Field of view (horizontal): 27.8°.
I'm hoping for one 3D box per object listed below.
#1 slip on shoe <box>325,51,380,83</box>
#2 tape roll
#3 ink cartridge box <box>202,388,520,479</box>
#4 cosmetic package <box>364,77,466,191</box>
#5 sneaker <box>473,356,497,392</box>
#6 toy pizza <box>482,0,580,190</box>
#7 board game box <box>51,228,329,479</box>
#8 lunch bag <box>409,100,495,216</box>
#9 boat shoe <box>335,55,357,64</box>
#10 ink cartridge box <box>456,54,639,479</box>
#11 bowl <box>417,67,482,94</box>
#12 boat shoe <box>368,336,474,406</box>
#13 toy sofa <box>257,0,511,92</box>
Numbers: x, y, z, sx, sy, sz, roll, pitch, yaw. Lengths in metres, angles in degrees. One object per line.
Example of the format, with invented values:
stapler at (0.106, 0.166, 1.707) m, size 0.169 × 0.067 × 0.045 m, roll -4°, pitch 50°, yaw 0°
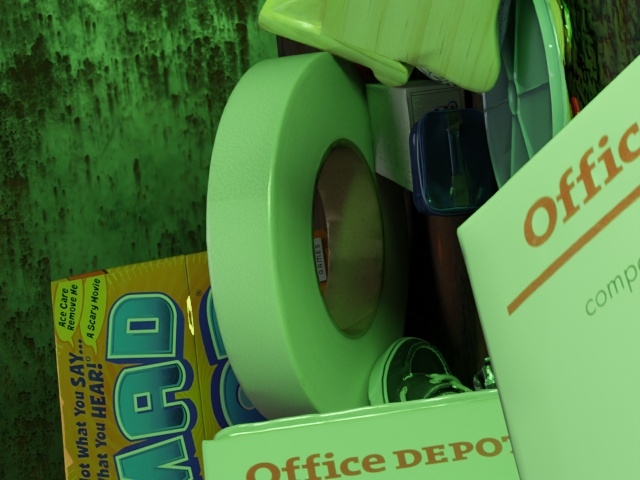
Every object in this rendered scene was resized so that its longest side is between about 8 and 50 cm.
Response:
slip on shoe at (0.025, -0.286, 1.516) m, size 0.331 × 0.123 × 0.101 m, roll -112°, pitch 12°, yaw -50°
tape roll at (0.000, 0.000, 1.343) m, size 0.392 × 0.072 × 0.392 m, roll -3°, pitch -90°, yaw -67°
ink cartridge box at (0.074, 0.320, 0.931) m, size 0.160 × 0.279 × 0.385 m, roll 90°, pitch 172°, yaw -50°
cosmetic package at (0.094, -0.108, 1.279) m, size 0.239 × 0.060 × 0.099 m, roll -129°, pitch 34°, yaw -79°
sneaker at (0.151, 0.136, 1.124) m, size 0.098 × 0.038 × 0.069 m, roll -127°, pitch 31°, yaw -77°
toy pizza at (0.151, -0.103, 0.912) m, size 0.201 × 0.032 × 0.201 m, roll 174°, pitch 90°, yaw -85°
board game box at (-0.101, 0.227, 1.670) m, size 0.356 × 0.356 × 0.356 m, roll 48°, pitch -147°, yaw -71°
lunch bag at (0.114, -0.070, 1.110) m, size 0.065 × 0.067 × 0.098 m, roll 153°, pitch 112°, yaw -83°
boat shoe at (0.052, -0.349, 1.278) m, size 0.110 × 0.121 × 0.341 m, roll 1°, pitch 105°, yaw 45°
ink cartridge box at (0.152, 0.038, 0.317) m, size 0.207 × 0.119 × 0.354 m, roll -48°, pitch 42°, yaw 43°
bowl at (0.097, -0.200, 1.081) m, size 0.170 × 0.080 × 0.170 m, roll 173°, pitch 90°, yaw -83°
boat shoe at (0.114, 0.180, 1.268) m, size 0.102 × 0.108 × 0.301 m, roll -55°, pitch 15°, yaw 29°
toy sofa at (0.080, -0.276, 0.821) m, size 0.363 × 0.177 × 0.150 m, roll 100°, pitch -168°, yaw -51°
